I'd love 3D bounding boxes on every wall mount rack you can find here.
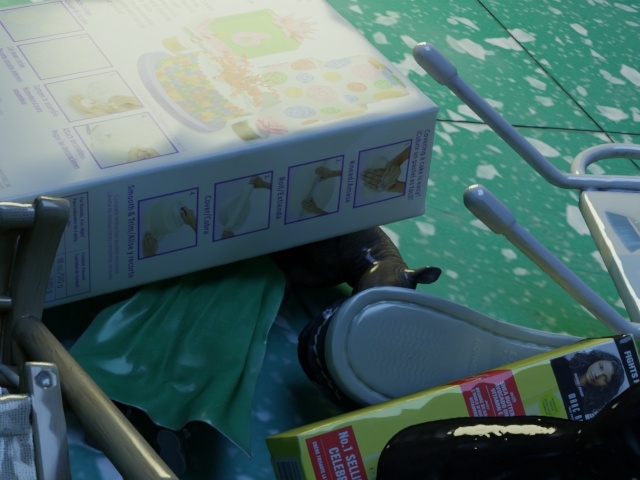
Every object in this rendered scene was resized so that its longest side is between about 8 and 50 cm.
[{"bbox_3d":[0.221,-0.029,1.036,0.304,0.131,0.350,2,32,-8],"label":"wall mount rack"}]

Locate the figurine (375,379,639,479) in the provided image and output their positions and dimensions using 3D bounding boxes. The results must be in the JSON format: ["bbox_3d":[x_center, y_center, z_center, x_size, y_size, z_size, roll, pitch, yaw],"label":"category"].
[{"bbox_3d":[0.124,0.176,0.715,0.092,0.209,0.215,14,64,-33],"label":"figurine"}]

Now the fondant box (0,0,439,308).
[{"bbox_3d":[-0.121,-0.079,1.004,0.330,0.096,0.238,-15,40,-23],"label":"fondant box"}]

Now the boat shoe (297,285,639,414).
[{"bbox_3d":[0.129,0.108,0.981,0.302,0.114,0.091,28,-15,-15],"label":"boat shoe"}]

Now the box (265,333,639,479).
[{"bbox_3d":[0.090,0.124,0.880,0.232,0.058,0.087,-13,85,-22],"label":"box"}]

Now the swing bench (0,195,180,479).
[{"bbox_3d":[-0.232,0.095,0.706,0.253,0.165,0.255,5,31,-28],"label":"swing bench"}]

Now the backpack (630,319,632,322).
[{"bbox_3d":[0.370,0.046,1.203,0.166,0.144,0.188,37,30,30],"label":"backpack"}]

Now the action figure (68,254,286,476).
[{"bbox_3d":[-0.079,0.055,0.958,0.137,0.063,0.232,23,35,2],"label":"action figure"}]

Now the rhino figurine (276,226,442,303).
[{"bbox_3d":[0.000,0.000,1.088,0.243,0.073,0.106,41,38,23],"label":"rhino figurine"}]
